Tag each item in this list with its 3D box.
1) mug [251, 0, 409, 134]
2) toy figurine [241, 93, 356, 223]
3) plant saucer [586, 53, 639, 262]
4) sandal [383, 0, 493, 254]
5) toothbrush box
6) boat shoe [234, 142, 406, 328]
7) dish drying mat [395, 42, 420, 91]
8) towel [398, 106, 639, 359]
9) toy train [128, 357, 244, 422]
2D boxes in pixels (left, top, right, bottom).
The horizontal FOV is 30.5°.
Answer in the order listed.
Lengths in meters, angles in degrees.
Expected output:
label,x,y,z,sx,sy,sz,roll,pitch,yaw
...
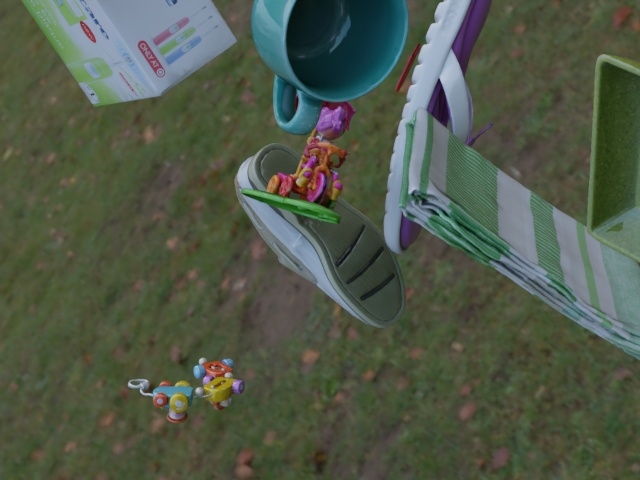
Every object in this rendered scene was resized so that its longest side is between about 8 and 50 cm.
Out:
label,x,y,z,sx,sy,sz,roll,pitch,yaw
mug,-0.008,-0.192,1.078,0.158,0.129,0.097,-41,35,-8
toy figurine,-0.007,-0.113,1.442,0.173,0.130,0.159,13,85,69
plant saucer,0.300,-0.045,0.916,0.045,0.188,0.188,-35,48,-27
sandal,0.173,-0.172,1.521,0.169,0.102,0.416,-17,-57,-70
toothbrush box,-0.247,-0.281,1.409,0.122,0.206,0.283,-40,20,-19
boat shoe,0.000,0.000,1.633,0.113,0.302,0.103,-42,7,-31
dish drying mat,0.129,-0.254,1.734,0.032,0.008,0.083,-59,-2,-33
towel,0.228,-0.012,1.279,0.038,0.325,0.248,-54,12,25
toy train,-0.175,0.208,1.618,0.125,0.166,0.046,15,110,49
